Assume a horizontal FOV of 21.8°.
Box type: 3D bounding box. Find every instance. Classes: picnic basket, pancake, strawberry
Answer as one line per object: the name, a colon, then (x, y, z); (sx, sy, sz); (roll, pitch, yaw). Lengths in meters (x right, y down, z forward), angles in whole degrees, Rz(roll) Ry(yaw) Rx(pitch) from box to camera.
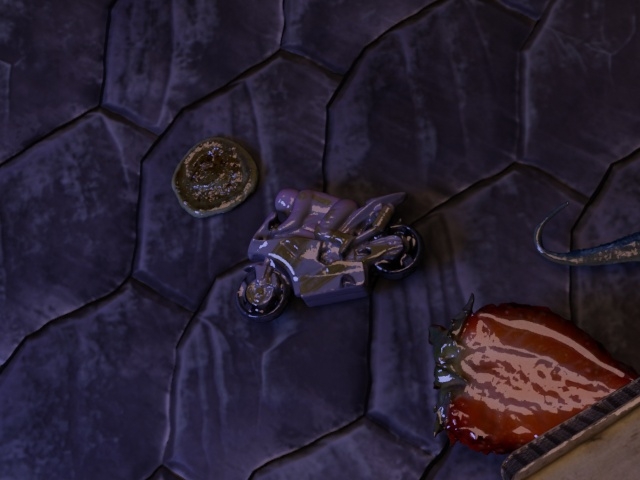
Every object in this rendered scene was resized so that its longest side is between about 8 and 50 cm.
picnic basket: (0.342, 0.301, 1.620); (0.228, 0.175, 0.313); (-32, 86, 1)
pancake: (-0.127, -0.074, 1.976); (0.108, 0.017, 0.108); (-6, 66, 13)
strawberry: (0.231, 0.143, 1.770); (0.228, 0.098, 0.174); (-6, 71, 8)

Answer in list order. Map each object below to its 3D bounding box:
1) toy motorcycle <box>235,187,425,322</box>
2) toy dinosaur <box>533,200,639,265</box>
toy motorcycle: (0.000, 0.000, 1.889); (0.225, 0.073, 0.152); (-19, 65, 8)
toy dinosaur: (0.416, 0.010, 1.785); (0.362, 0.076, 0.147); (-11, 50, 9)
